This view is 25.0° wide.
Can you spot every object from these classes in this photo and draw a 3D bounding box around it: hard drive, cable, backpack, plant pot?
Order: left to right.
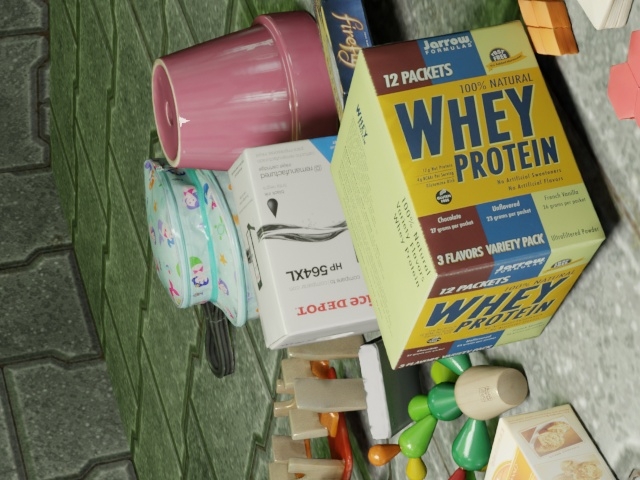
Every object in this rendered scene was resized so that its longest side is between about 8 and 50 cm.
[{"bbox_3d":[-0.153,0.091,2.260,0.139,0.072,0.287,21,133,51],"label":"cable"},{"bbox_3d":[-0.117,-0.012,1.846,0.253,0.191,0.225,41,141,54],"label":"backpack"},{"bbox_3d":[-0.095,-0.160,1.689,0.201,0.180,0.201,170,90,-72],"label":"plant pot"},{"bbox_3d":[0.073,0.142,1.459,0.135,0.022,0.094,-12,-87,-72],"label":"hard drive"}]

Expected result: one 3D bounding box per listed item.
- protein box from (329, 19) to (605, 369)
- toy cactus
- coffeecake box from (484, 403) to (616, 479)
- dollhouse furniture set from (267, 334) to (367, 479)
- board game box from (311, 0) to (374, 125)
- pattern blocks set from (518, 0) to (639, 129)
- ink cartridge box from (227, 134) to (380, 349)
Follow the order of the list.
[{"bbox_3d":[0.108,-0.032,1.163,0.201,0.136,0.200,104,151,-64],"label":"protein box"},{"bbox_3d":[0.120,0.142,1.334,0.180,0.112,0.219,155,114,-62],"label":"toy cactus"},{"bbox_3d":[0.200,0.250,1.163,0.185,0.068,0.142,-118,26,-44],"label":"coffeecake box"},{"bbox_3d":[0.026,0.268,1.686,0.259,0.135,0.262,-101,14,-45],"label":"dollhouse furniture set"},{"bbox_3d":[0.015,-0.243,1.456,0.165,0.042,0.243,83,174,-80],"label":"board game box"},{"bbox_3d":[0.185,-0.248,1.020,0.325,0.026,0.285,-121,28,-50],"label":"pattern blocks set"},{"bbox_3d":[0.000,0.000,1.526,0.086,0.148,0.203,139,119,-68],"label":"ink cartridge box"}]
